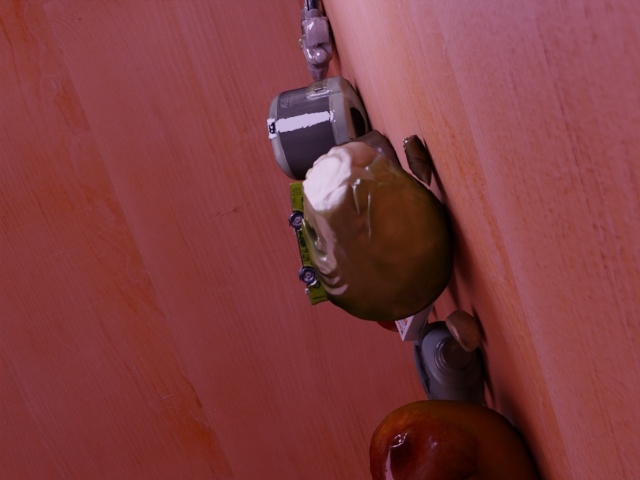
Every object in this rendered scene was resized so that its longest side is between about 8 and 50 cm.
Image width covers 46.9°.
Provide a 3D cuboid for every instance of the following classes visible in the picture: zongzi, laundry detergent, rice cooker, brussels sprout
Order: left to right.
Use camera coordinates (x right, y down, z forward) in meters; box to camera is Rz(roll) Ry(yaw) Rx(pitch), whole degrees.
[{"bbox_3d":[0.006,-0.330,2.180,0.288,0.276,0.289,-11,-90,-74],"label":"rice cooker"},{"bbox_3d":[0.093,-0.003,1.367,0.344,0.268,0.344,48,174,7],"label":"brussels sprout"},{"bbox_3d":[0.171,-0.140,1.288,0.083,0.040,0.076,-90,-21,-66],"label":"zongzi"},{"bbox_3d":[0.293,0.290,1.631,0.398,0.124,0.264,73,180,-74],"label":"laundry detergent"}]

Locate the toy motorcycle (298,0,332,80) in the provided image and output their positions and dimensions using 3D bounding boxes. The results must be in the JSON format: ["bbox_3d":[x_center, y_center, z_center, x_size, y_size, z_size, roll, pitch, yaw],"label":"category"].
[{"bbox_3d":[-0.014,-0.649,2.395,0.341,0.107,0.223,86,172,-68],"label":"toy motorcycle"}]

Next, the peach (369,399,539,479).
[{"bbox_3d":[0.248,0.445,1.369,0.373,0.289,0.373,62,-174,-12],"label":"peach"}]

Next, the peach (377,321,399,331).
[{"bbox_3d":[0.227,0.177,2.197,0.192,0.190,0.190,38,-160,-32],"label":"peach"}]

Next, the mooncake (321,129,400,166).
[{"bbox_3d":[0.123,-0.110,1.890,0.324,0.187,0.324,162,90,-89],"label":"mooncake"}]

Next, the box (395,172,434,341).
[{"bbox_3d":[0.190,0.037,1.627,0.265,0.048,0.274,106,154,-46],"label":"box"}]

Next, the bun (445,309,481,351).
[{"bbox_3d":[0.279,0.169,1.409,0.086,0.054,0.086,56,-178,-3],"label":"bun"}]

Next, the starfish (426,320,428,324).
[{"bbox_3d":[0.374,0.353,2.420,0.176,0.053,0.208,60,-170,-17],"label":"starfish"}]

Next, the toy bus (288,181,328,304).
[{"bbox_3d":[0.000,0.000,1.819,0.113,0.139,0.302,-146,45,-85],"label":"toy bus"}]
